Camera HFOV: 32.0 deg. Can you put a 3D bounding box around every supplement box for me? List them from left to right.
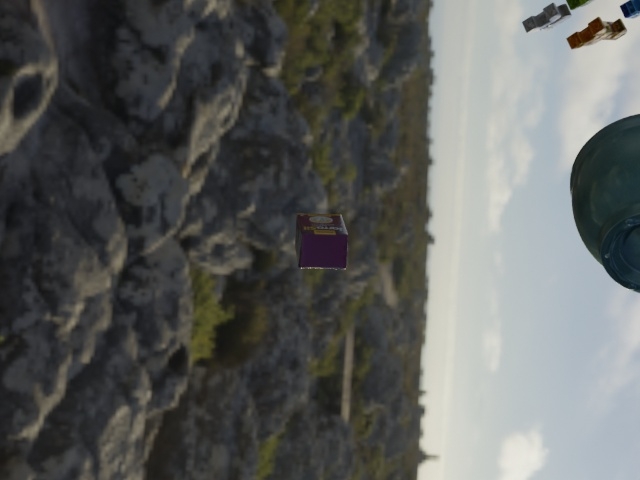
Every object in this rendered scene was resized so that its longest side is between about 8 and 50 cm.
[{"bbox_3d":[0.000,0.000,1.276,0.083,0.055,0.043,-107,-160,-71],"label":"supplement box"}]

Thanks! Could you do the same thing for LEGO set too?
[{"bbox_3d":[0.412,-0.329,1.578,0.093,0.227,0.087,-10,76,-50],"label":"LEGO set"}]

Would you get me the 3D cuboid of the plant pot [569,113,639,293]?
[{"bbox_3d":[0.548,-0.035,1.818,0.196,0.293,0.293,-68,161,-49],"label":"plant pot"}]
